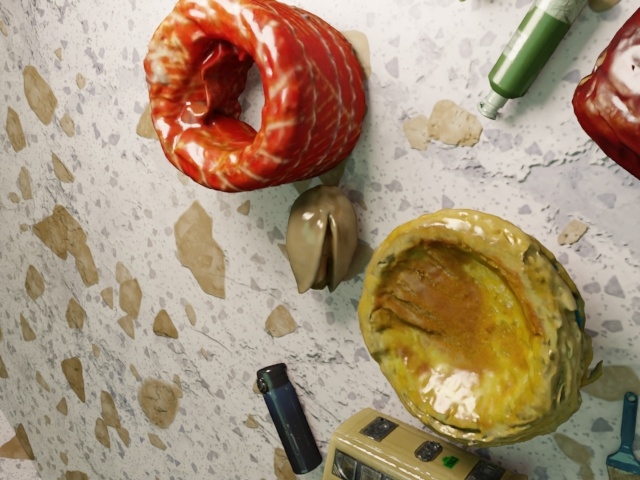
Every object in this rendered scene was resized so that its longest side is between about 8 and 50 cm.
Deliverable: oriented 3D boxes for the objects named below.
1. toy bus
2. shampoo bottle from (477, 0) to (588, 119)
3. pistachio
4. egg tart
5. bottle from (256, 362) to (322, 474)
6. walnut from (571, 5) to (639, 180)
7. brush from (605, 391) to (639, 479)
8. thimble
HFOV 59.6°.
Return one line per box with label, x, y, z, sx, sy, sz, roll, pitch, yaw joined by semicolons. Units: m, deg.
toy bus;0.188;0.460;1.010;0.366;0.177;0.201;15;107;33
shampoo bottle;0.289;-0.263;0.784;0.065;0.065;0.204;41;124;19
pistachio;0.000;0.000;1.032;0.144;0.144;0.215;26;124;27
egg tart;0.236;0.131;0.879;0.388;0.169;0.387;13;111;36
bottle;-0.073;0.391;1.234;0.072;0.082;0.244;-19;92;45
walnut;0.442;-0.172;0.621;0.244;0.222;0.269;-45;65;4
brush;0.471;0.308;0.859;0.051;0.014;0.164;7;108;33
thimble;-0.115;-0.252;0.971;0.350;0.231;0.350;11;110;32
